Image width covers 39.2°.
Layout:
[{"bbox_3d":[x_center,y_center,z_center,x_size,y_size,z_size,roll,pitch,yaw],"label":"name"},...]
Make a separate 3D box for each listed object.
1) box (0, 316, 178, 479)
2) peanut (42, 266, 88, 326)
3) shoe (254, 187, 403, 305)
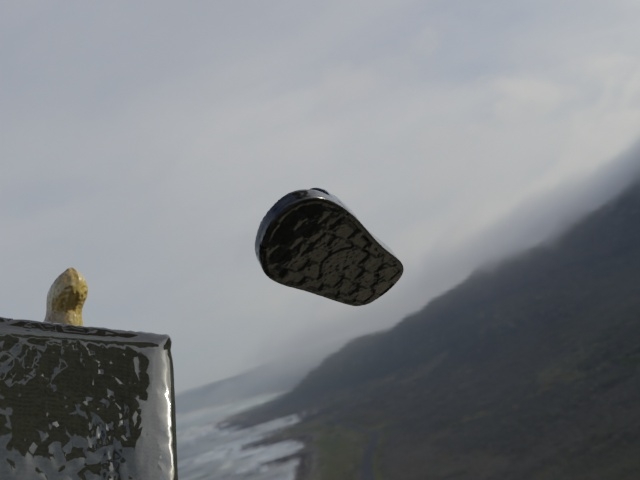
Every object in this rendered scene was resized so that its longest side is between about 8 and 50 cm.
[{"bbox_3d":[-0.243,0.213,0.528,0.251,0.204,0.345,10,-44,-24],"label":"box"},{"bbox_3d":[-0.310,0.088,1.091,0.054,0.113,0.054,12,8,-2],"label":"peanut"},{"bbox_3d":[0.000,0.000,0.645,0.071,0.049,0.179,-42,-31,10],"label":"shoe"}]
